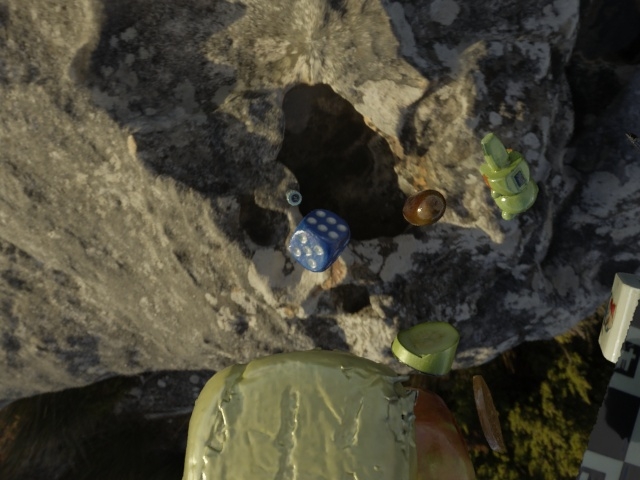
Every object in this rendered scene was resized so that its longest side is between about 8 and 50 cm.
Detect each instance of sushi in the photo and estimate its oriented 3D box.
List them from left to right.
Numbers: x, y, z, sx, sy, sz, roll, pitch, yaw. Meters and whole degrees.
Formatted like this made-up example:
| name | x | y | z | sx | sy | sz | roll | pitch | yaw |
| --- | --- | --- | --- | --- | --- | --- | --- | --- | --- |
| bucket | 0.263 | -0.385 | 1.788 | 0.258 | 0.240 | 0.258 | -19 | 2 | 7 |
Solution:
| name | x | y | z | sx | sy | sz | roll | pitch | yaw |
| --- | --- | --- | --- | --- | --- | --- | --- | --- | --- |
| sushi | 0.557 | 0.243 | 0.676 | 0.373 | 0.100 | 0.296 | 24 | 83 | -10 |

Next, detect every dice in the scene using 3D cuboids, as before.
| name | x | y | z | sx | sy | sz | roll | pitch | yaw |
| --- | --- | --- | --- | --- | --- | --- | --- | --- | --- |
| dice | 0.000 | 0.000 | 1.612 | 0.143 | 0.146 | 0.146 | 35 | 134 | 12 |

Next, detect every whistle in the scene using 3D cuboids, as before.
| name | x | y | z | sx | sy | sz | roll | pitch | yaw |
| --- | --- | --- | --- | --- | --- | --- | --- | --- | --- |
| whistle | 0.495 | -0.171 | 1.410 | 0.131 | 0.106 | 0.288 | -45 | 123 | -4 |

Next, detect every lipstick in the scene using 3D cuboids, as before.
| name | x | y | z | sx | sy | sz | roll | pitch | yaw |
| --- | --- | --- | --- | --- | --- | --- | --- | --- | --- |
| lipstick | -0.072 | -0.113 | 1.350 | 0.037 | 0.116 | 0.037 | -2 | 101 | -10 |

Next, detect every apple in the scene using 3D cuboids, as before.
| name | x | y | z | sx | sy | sz | roll | pitch | yaw |
| --- | --- | --- | --- | --- | --- | --- | --- | --- | --- |
| apple | 0.211 | 0.539 | 1.312 | 0.339 | 0.339 | 0.340 | 0 | 111 | -1 |

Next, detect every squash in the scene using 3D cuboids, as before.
| name | x | y | z | sx | sy | sz | roll | pitch | yaw |
| --- | --- | --- | --- | --- | --- | --- | --- | --- | --- |
| squash | 0.349 | 0.353 | 1.781 | 0.220 | 0.220 | 0.133 | 9 | 111 | -4 |

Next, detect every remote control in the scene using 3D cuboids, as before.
| name | x | y | z | sx | sy | sz | roll | pitch | yaw |
| --- | --- | --- | --- | --- | --- | --- | --- | --- | --- |
| remote control | 0.705 | -0.205 | 1.167 | 0.096 | 0.039 | 0.014 | 34 | 115 | -32 |

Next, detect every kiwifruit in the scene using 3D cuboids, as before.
| name | x | y | z | sx | sy | sz | roll | pitch | yaw |
| --- | --- | --- | --- | --- | --- | --- | --- | --- | --- |
| kiwifruit | 0.209 | -0.066 | 1.069 | 0.075 | 0.124 | 0.075 | 1 | 85 | -10 |

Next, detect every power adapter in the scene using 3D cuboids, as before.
| name | x | y | z | sx | sy | sz | roll | pitch | yaw |
| --- | --- | --- | --- | --- | --- | --- | --- | --- | --- |
| power adapter | 0.547 | 0.172 | 0.895 | 0.125 | 0.130 | 0.205 | 12 | 102 | 19 |

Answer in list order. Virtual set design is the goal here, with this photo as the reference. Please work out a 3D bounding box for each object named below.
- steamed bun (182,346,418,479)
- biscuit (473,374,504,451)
| name | x | y | z | sx | sy | sz | roll | pitch | yaw |
| --- | --- | --- | --- | --- | --- | --- | --- | --- | --- |
| steamed bun | -0.014 | 0.251 | 0.625 | 0.273 | 0.232 | 0.166 | -8 | 155 | 6 |
| biscuit | 0.458 | 0.480 | 1.454 | 0.029 | 0.142 | 0.221 | -17 | 95 | 24 |
